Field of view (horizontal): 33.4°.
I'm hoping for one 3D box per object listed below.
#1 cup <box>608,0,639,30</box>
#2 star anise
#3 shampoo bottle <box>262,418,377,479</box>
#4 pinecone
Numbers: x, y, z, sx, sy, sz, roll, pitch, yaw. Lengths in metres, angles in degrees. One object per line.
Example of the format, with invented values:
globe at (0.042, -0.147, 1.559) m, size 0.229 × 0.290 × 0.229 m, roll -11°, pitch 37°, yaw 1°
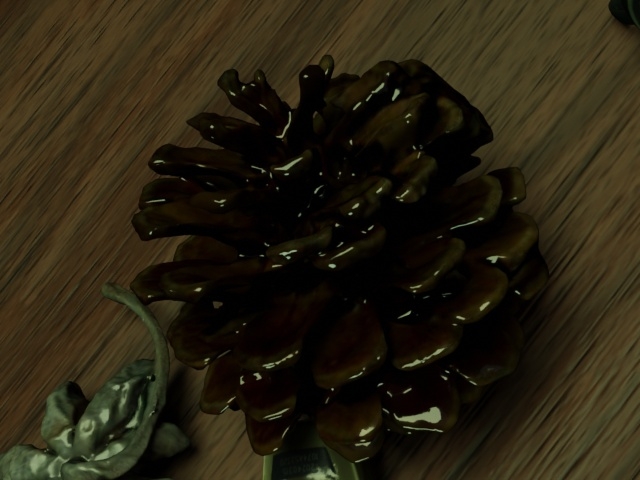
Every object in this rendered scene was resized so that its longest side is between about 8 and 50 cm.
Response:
cup at (0.393, -0.283, 1.094) m, size 0.177 × 0.169 × 0.223 m, roll -55°, pitch 23°, yaw -11°
star anise at (-0.266, 0.245, 1.191) m, size 0.316 × 0.139 × 0.359 m, roll -40°, pitch 54°, yaw -3°
shampoo bottle at (0.001, 0.350, 1.025) m, size 0.125 × 0.084 × 0.350 m, roll -17°, pitch 60°, yaw 26°
pinecone at (0.000, 0.000, 1.024) m, size 0.397 × 0.398 × 0.398 m, roll -12°, pitch 61°, yaw 23°
